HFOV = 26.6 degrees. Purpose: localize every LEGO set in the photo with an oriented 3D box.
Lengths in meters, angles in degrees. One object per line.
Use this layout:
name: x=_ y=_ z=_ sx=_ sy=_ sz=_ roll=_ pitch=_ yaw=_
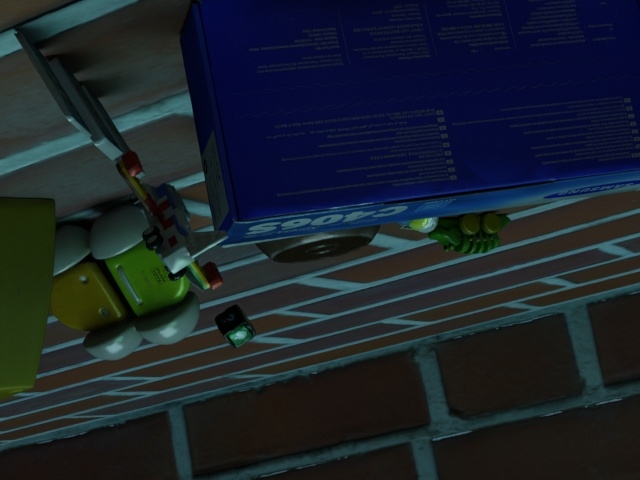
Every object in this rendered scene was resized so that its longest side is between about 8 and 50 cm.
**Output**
LEGO set: x=-0.117 y=-0.038 z=0.980 sx=0.060 sy=0.244 sz=0.182 roll=-33 pitch=166 yaw=0

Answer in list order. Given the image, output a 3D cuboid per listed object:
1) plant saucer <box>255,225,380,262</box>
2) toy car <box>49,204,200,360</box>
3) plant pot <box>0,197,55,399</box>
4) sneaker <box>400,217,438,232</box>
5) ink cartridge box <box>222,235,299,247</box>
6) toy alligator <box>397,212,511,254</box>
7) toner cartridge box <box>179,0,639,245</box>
plant saucer: x=0.000 y=0.000 z=1.758 sx=0.168 sy=0.029 sz=0.168 roll=-10 pitch=168 yaw=-2
toy car: x=-0.211 y=0.033 z=1.491 sx=0.182 sy=0.159 sz=0.136 roll=-18 pitch=-159 yaw=28
plant pot: x=-0.394 y=0.075 z=1.348 sx=0.212 sy=0.187 sz=0.212 roll=1 pitch=163 yaw=-45
sneaker: x=0.064 y=-0.066 z=1.413 sx=0.126 sy=0.091 sz=0.240 roll=6 pitch=171 yaw=7
ink cartridge box: x=0.051 y=-0.088 z=1.149 sx=0.278 sy=0.117 sz=0.201 roll=-9 pitch=168 yaw=-12
toy alligator: x=0.187 y=-0.005 z=1.849 sx=0.190 sy=0.051 sz=0.056 roll=-4 pitch=166 yaw=-33
toner cartridge box: x=0.082 y=-0.102 z=0.996 sx=0.348 sy=0.165 sz=0.075 roll=-7 pitch=169 yaw=-16
